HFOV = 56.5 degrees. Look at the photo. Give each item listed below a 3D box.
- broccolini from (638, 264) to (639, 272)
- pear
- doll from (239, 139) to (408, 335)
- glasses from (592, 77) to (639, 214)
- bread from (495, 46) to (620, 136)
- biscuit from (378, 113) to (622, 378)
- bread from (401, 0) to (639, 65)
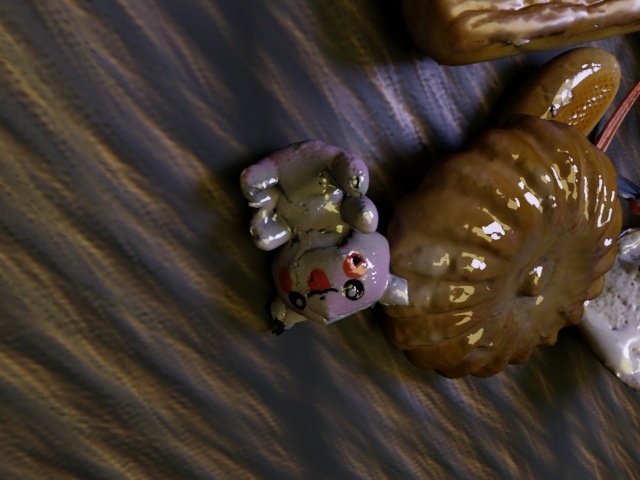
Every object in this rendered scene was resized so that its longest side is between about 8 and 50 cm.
[{"bbox_3d":[0.496,-0.123,0.729,0.079,0.074,0.392,15,107,-52],"label":"broccolini"},{"bbox_3d":[0.478,0.123,0.834,0.267,0.267,0.178,-47,149,-11],"label":"pear"},{"bbox_3d":[0.000,0.000,0.573,0.149,0.095,0.192,-9,105,14],"label":"doll"},{"bbox_3d":[0.439,-0.146,0.681,0.118,0.234,0.268,14,109,-29],"label":"glasses"},{"bbox_3d":[0.269,-0.149,0.700,0.189,0.077,0.114,-44,139,2],"label":"bread"},{"bbox_3d":[0.214,0.025,0.668,0.326,0.107,0.325,-14,121,-23],"label":"biscuit"},{"bbox_3d":[0.217,-0.348,0.556,0.337,0.148,0.327,-15,108,-7],"label":"bread"}]
